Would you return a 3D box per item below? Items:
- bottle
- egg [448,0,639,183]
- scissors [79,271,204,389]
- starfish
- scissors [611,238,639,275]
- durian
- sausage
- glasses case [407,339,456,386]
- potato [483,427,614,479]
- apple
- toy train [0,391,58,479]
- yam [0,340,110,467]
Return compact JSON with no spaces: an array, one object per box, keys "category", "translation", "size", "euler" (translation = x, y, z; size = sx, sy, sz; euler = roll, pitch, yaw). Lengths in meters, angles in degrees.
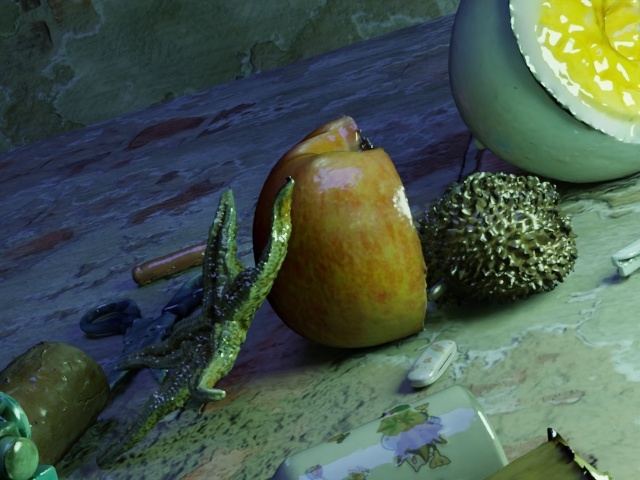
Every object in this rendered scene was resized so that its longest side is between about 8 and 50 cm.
[{"category":"bottle","translation":[0.027,0.219,1.062],"size":[0.253,0.120,0.120],"euler":[-24,18,-5]},{"category":"egg","translation":[0.330,-0.240,1.751],"size":[0.355,0.354,0.340],"euler":[-29,-2,-24]},{"category":"scissors","translation":[-0.231,0.126,1.760],"size":[0.256,0.029,0.383],"euler":[-18,16,4]},{"category":"starfish","translation":[-0.131,0.092,1.443],"size":[0.358,0.078,0.347],"euler":[-25,44,59]},{"category":"scissors","translation":[0.416,-0.020,1.473],"size":[0.242,0.030,0.118],"euler":[-28,18,-29]},{"category":"durian","translation":[0.189,0.009,1.472],"size":[0.196,0.167,0.196],"euler":[-38,1,1]},{"category":"sausage","translation":[-0.220,0.032,2.021],"size":[0.158,0.036,0.042],"euler":[-20,29,1]},{"category":"glasses case","translation":[0.119,0.130,1.374],"size":[0.032,0.021,0.083],"euler":[-6,22,33]},{"category":"potato","translation":[0.121,0.248,0.738],"size":[0.243,0.242,0.285],"euler":[-22,24,-4]},{"category":"apple","translation":[0.000,0.000,1.511],"size":[0.163,0.251,0.293],"euler":[-16,17,-13]},{"category":"toy train","translation":[-0.389,0.256,1.302],"size":[0.298,0.194,0.120],"euler":[-4,17,35]},{"category":"yam","translation":[-0.339,0.213,1.465],"size":[0.129,0.128,0.238],"euler":[7,30,23]}]
